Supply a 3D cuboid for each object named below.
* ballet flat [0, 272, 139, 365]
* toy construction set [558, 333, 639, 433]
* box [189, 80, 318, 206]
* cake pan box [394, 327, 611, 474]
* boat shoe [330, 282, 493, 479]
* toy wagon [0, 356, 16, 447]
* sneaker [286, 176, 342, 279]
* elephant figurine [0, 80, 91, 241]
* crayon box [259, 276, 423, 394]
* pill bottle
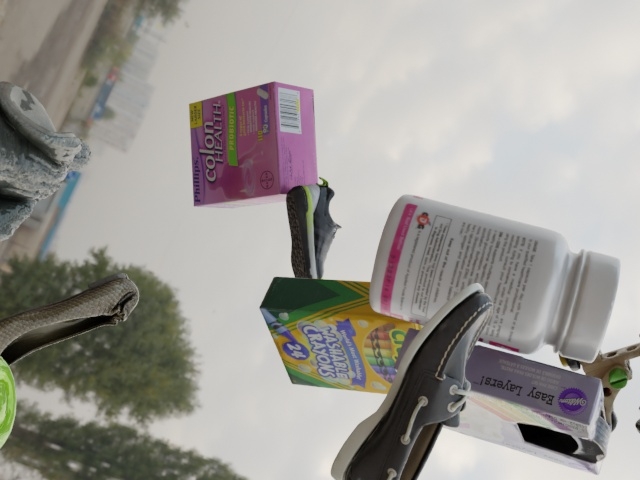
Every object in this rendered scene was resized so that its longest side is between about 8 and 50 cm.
[{"bbox_3d":[-0.343,0.116,1.062,0.249,0.058,0.084,-25,164,-27],"label":"ballet flat"},{"bbox_3d":[0.629,0.229,1.682,0.309,0.237,0.257,-28,178,-40],"label":"toy construction set"},{"bbox_3d":[-0.134,-0.181,1.653,0.243,0.117,0.214,-5,-93,41],"label":"box"},{"bbox_3d":[0.255,0.221,1.129,0.070,0.266,0.246,-67,153,-19],"label":"cake pan box"},{"bbox_3d":[0.051,0.079,0.406,0.038,0.046,0.125,39,-78,29],"label":"boat shoe"},{"bbox_3d":[-0.315,0.085,0.469,0.344,0.267,0.068,84,3,-62],"label":"toy wagon"},{"bbox_3d":[0.000,0.000,1.558,0.084,0.097,0.235,-139,-139,-58],"label":"sneaker"},{"bbox_3d":[-0.305,-0.088,0.796,0.169,0.239,0.186,-22,-128,41],"label":"elephant figurine"},{"bbox_3d":[0.080,0.163,1.400,0.322,0.203,0.083,1,-137,23],"label":"crayon box"},{"bbox_3d":[0.217,0.050,1.057,0.160,0.283,0.160,15,90,-76],"label":"pill bottle"}]
